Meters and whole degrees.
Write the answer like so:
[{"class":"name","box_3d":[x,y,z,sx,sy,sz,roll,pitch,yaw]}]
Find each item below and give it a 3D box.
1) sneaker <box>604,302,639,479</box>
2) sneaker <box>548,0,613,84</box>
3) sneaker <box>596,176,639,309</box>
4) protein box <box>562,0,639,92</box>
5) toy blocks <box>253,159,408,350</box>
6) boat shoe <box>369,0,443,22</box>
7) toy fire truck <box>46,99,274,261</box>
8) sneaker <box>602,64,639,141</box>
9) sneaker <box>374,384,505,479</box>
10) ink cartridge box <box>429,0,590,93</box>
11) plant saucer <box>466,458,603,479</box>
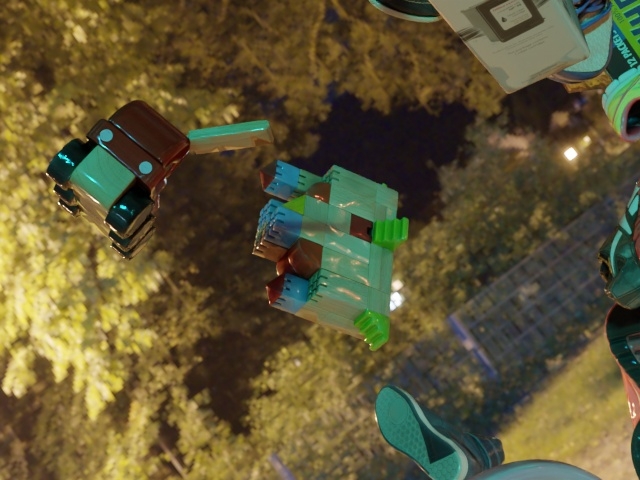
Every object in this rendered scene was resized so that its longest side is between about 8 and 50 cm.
[{"class":"sneaker","box_3d":[0.501,0.234,1.462,0.116,0.314,0.136,-14,-13,22]},{"class":"sneaker","box_3d":[0.217,-0.248,0.904,0.112,0.296,0.131,-42,40,-10]},{"class":"sneaker","box_3d":[0.427,-0.003,1.332,0.135,0.097,0.276,-50,5,35]},{"class":"protein box","box_3d":[0.416,-0.321,1.409,0.200,0.136,0.201,-38,8,0]},{"class":"toy blocks","box_3d":[0.000,0.000,1.861,0.191,0.260,0.381,-46,30,48]},{"class":"boat shoe","box_3d":[0.256,-0.507,2.018,0.340,0.127,0.113,1,-42,-22]},{"class":"toy fire truck","box_3d":[-0.187,-0.103,1.249,0.246,0.158,0.217,-50,-1,-15]},{"class":"sneaker","box_3d":[0.427,-0.192,1.216,0.208,0.081,0.094,-51,19,41]},{"class":"sneaker","box_3d":[0.200,0.325,1.669,0.163,0.226,0.086,14,-69,-42]},{"class":"ink cartridge box","box_3d":[0.093,-0.176,0.596,0.060,0.104,0.180,-22,-28,23]},{"class":"plant saucer","box_3d":[0.206,0.395,1.106,0.332,0.332,0.084,-36,17,-16]}]
